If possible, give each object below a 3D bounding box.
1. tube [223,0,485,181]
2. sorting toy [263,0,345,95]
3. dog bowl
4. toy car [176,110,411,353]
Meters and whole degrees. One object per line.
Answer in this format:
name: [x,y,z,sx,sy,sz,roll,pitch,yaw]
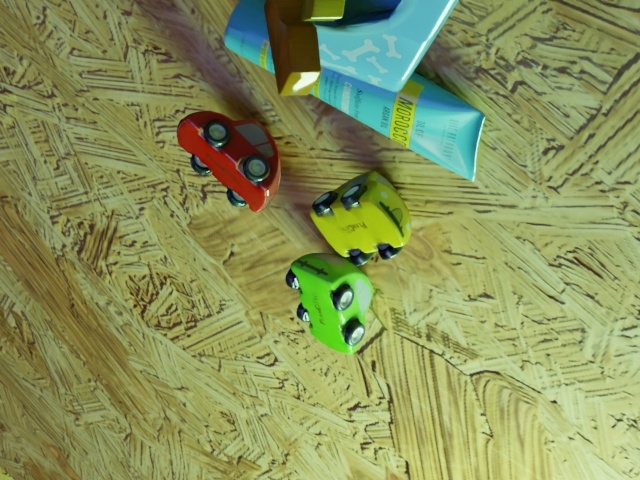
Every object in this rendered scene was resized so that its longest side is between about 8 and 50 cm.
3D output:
tube: [0.028,-0.116,1.404,0.207,0.052,0.080,30,156,15]
sorting toy: [-0.032,-0.253,1.106,0.229,0.041,0.307,121,143,-60]
dog bowl: [0.071,-0.192,1.127,0.074,0.166,0.297,32,151,1]
toy car: [0.000,0.000,1.584,0.239,0.053,0.225,25,146,35]
